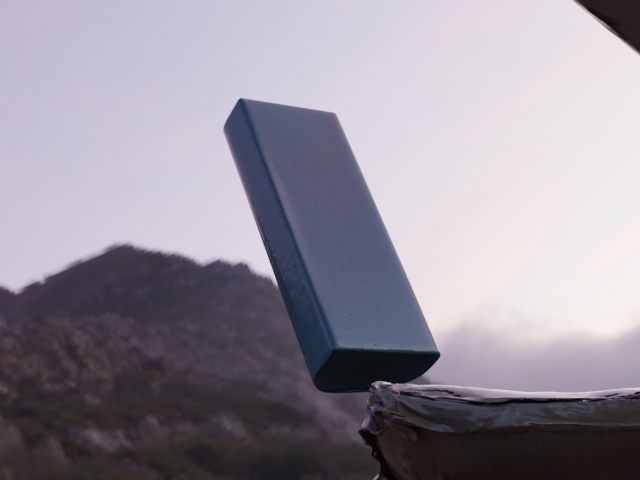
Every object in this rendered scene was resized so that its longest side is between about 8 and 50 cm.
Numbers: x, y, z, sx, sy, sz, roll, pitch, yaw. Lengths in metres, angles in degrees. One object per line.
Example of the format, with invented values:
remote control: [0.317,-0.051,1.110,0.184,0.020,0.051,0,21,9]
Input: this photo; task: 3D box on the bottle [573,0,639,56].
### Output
bottle: [0.149,-0.117,0.495,0.110,0.233,0.110,-51,2,3]

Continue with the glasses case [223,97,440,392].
glasses case: [0.001,0.001,1.215,0.117,0.301,0.070,6,-45,-31]

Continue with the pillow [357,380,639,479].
pillow: [0.122,0.113,0.724,0.208,0.053,0.119,0,-29,14]
